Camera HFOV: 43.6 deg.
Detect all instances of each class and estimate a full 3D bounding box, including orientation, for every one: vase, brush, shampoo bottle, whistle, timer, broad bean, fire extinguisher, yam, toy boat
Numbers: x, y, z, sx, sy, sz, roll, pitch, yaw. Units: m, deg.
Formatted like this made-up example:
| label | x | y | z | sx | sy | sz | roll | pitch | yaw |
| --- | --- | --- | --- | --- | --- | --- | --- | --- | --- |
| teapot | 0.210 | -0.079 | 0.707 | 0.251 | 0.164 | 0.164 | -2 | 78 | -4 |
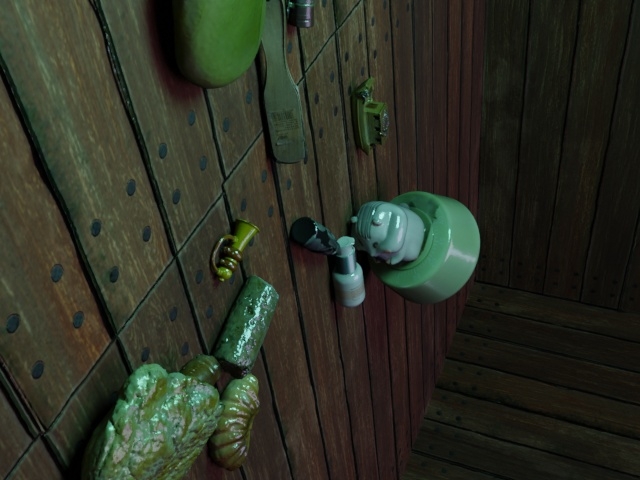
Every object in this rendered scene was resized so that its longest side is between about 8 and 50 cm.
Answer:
| label | x | y | z | sx | sy | sz | roll | pitch | yaw |
| --- | --- | --- | --- | --- | --- | --- | --- | --- | --- |
| vase | 0.000 | 0.000 | 1.684 | 0.211 | 0.059 | 0.060 | 31 | 72 | -68 |
| brush | -0.069 | -0.282 | 1.357 | 0.065 | 0.069 | 0.328 | -83 | 168 | -51 |
| shampoo bottle | 0.061 | 0.073 | 1.870 | 0.192 | 0.073 | 0.074 | 79 | 30 | -42 |
| whistle | -0.146 | 0.015 | 1.335 | 0.057 | 0.046 | 0.109 | 91 | 24 | -67 |
| timer | 0.198 | -0.008 | 1.986 | 0.315 | 0.290 | 0.291 | 20 | 82 | -48 |
| broad bean | -0.129 | -0.332 | 1.079 | 0.189 | 0.121 | 0.263 | -36 | 136 | -56 |
| fire extinguisher | -0.036 | -0.449 | 1.376 | 0.078 | 0.045 | 0.157 | -20 | 124 | -41 |
| yam | -0.129 | 0.152 | 1.404 | 0.078 | 0.078 | 0.179 | 72 | 34 | -53 |
| toy boat | 0.115 | -0.280 | 1.814 | 0.201 | 0.077 | 0.057 | 80 | 30 | -45 |

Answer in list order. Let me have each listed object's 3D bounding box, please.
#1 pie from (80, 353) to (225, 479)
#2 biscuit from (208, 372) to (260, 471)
| label | x | y | z | sx | sy | sz | roll | pitch | yaw |
| --- | --- | --- | --- | --- | --- | --- | --- | --- | --- |
| pie | -0.242 | 0.296 | 1.146 | 0.274 | 0.105 | 0.257 | 7 | 103 | -69 |
| biscuit | -0.153 | 0.336 | 1.462 | 0.118 | 0.061 | 0.183 | 21 | 82 | -68 |
